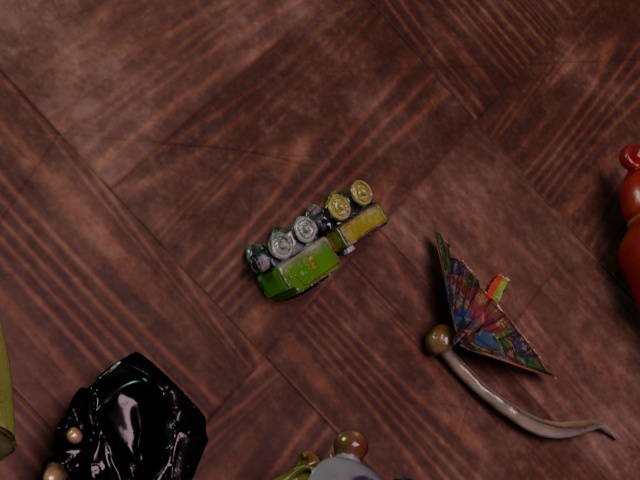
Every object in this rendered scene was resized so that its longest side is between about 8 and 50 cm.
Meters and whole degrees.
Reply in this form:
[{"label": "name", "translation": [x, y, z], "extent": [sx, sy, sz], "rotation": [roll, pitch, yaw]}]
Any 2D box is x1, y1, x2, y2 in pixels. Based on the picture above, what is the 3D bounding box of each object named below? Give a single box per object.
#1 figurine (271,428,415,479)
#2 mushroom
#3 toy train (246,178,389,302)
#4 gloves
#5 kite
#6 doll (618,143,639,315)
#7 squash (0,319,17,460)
[{"label": "figurine", "translation": [0.060, 0.316, 1.573], "extent": [0.274, 0.133, 0.194], "rotation": [39, 63, -30]}, {"label": "mushroom", "translation": [0.247, 0.194, 1.810], "extent": [0.306, 0.043, 0.068], "rotation": [33, 73, -19]}, {"label": "toy train", "translation": [0.000, 0.000, 1.720], "extent": [0.202, 0.060, 0.081], "rotation": [-34, 96, -39]}, {"label": "gloves", "translation": [-0.205, 0.219, 1.447], "extent": [0.164, 0.124, 0.203], "rotation": [39, 74, 23]}, {"label": "kite", "translation": [0.203, 0.094, 1.816], "extent": [0.241, 0.014, 0.183], "rotation": [47, 36, -6]}, {"label": "doll", "translation": [0.484, 0.034, 1.961], "extent": [0.182, 0.160, 0.363], "rotation": [-12, 73, -38]}, {"label": "squash", "translation": [-0.344, 0.097, 1.430], "extent": [0.094, 0.094, 0.224], "rotation": [7, 59, -31]}]
